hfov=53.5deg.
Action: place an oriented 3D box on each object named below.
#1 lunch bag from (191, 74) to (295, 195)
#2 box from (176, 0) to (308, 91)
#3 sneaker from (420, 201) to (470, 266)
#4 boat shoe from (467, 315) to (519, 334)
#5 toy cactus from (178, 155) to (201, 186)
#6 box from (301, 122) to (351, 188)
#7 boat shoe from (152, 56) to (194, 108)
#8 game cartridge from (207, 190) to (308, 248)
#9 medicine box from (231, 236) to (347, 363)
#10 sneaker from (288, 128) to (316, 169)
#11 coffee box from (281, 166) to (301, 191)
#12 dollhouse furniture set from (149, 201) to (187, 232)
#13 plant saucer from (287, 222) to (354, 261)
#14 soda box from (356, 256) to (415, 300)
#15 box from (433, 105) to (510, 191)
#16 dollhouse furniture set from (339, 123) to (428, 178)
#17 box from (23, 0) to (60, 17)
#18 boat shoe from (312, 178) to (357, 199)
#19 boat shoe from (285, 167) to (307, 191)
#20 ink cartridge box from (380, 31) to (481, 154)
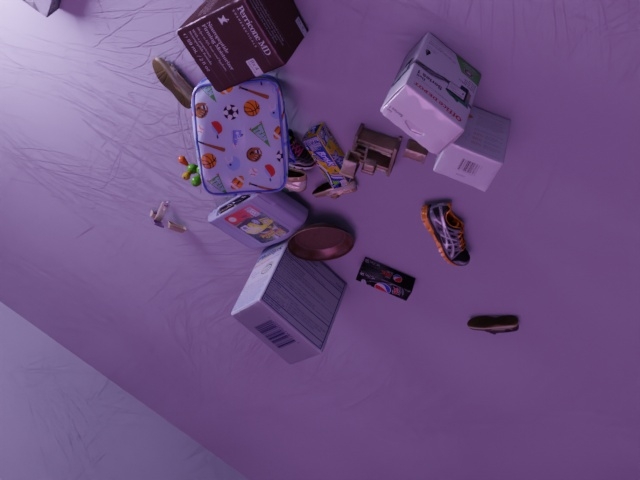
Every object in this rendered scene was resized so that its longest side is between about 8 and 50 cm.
[{"bbox_3d":[-0.190,-0.256,1.582,0.243,0.115,0.303,-5,111,-4],"label":"lunch bag"},{"bbox_3d":[-0.170,-0.466,1.411,0.203,0.167,0.168,-12,127,34],"label":"box"},{"bbox_3d":[0.351,-0.015,1.700,0.083,0.084,0.215,-21,121,33],"label":"sneaker"},{"bbox_3d":[0.522,0.261,1.921,0.152,0.056,0.049,-4,126,29],"label":"boat shoe"},{"bbox_3d":[-0.292,-0.221,1.752,0.180,0.219,0.112,-40,85,3],"label":"toy cactus"},{"bbox_3d":[0.022,-0.219,1.658,0.054,0.059,0.169,-11,128,35],"label":"box"},{"bbox_3d":[-0.377,-0.418,1.661,0.153,0.048,0.056,49,146,-16],"label":"boat shoe"},{"bbox_3d":[-0.181,-0.064,1.888,0.196,0.060,0.294,30,146,-30],"label":"game cartridge"},{"bbox_3d":[-0.089,0.179,1.948,0.263,0.289,0.149,43,133,-20],"label":"medicine box"},{"bbox_3d":[-0.082,-0.250,1.672,0.170,0.063,0.075,31,145,0],"label":"sneaker"},{"bbox_3d":[-0.142,-0.186,1.783,0.184,0.040,0.113,0,133,25],"label":"coffee box"},{"bbox_3d":[-0.485,-0.084,2.077,0.114,0.091,0.081,22,101,-31],"label":"dollhouse furniture set"},{"bbox_3d":[0.000,0.000,1.872,0.198,0.036,0.199,-3,149,-2],"label":"plant saucer"},{"bbox_3d":[0.197,0.117,1.922,0.169,0.060,0.053,23,140,2],"label":"soda box"},{"bbox_3d":[0.342,-0.214,1.428,0.130,0.170,0.091,23,137,2],"label":"box"},{"bbox_3d":[0.153,-0.177,1.562,0.181,0.161,0.101,20,139,7],"label":"dollhouse furniture set"},{"bbox_3d":[-0.698,-0.682,1.523,0.183,0.056,0.231,36,138,-12],"label":"box"},{"bbox_3d":[0.039,-0.136,1.743,0.135,0.050,0.045,-13,121,35],"label":"boat shoe"},{"bbox_3d":[-0.115,-0.183,1.703,0.170,0.063,0.059,13,134,-2],"label":"boat shoe"},{"bbox_3d":[0.237,-0.311,1.340,0.160,0.219,0.092,35,138,-12],"label":"ink cartridge box"}]
